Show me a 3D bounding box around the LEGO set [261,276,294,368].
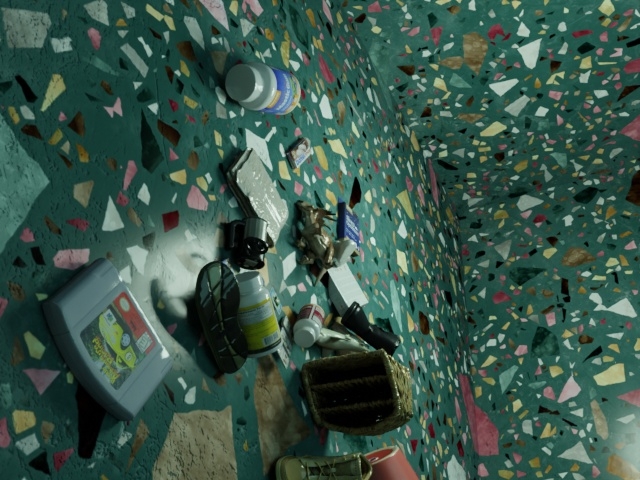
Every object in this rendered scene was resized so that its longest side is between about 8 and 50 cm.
[{"bbox_3d":[-0.151,0.235,1.807,0.182,0.060,0.244,-76,146,-64],"label":"LEGO set"}]

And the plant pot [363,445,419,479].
[{"bbox_3d":[0.206,0.812,1.968,0.275,0.275,0.243,-4,71,-65],"label":"plant pot"}]

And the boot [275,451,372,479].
[{"bbox_3d":[0.013,0.636,1.700,0.262,0.203,0.095,39,42,-54],"label":"boot"}]

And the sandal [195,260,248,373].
[{"bbox_3d":[-0.260,0.196,1.538,0.120,0.086,0.303,-25,118,-39],"label":"sandal"}]

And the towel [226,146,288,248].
[{"bbox_3d":[-0.188,-0.137,1.911,0.282,0.049,0.187,61,29,-27],"label":"towel"}]

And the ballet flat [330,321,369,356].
[{"bbox_3d":[0.135,0.425,2.192,0.316,0.106,0.107,68,25,-13],"label":"ballet flat"}]

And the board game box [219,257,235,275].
[{"bbox_3d":[-0.260,0.102,1.658,0.090,0.020,0.090,-41,114,-63],"label":"board game box"}]

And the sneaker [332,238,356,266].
[{"bbox_3d":[0.065,0.029,2.224,0.094,0.080,0.212,53,-18,10],"label":"sneaker"}]

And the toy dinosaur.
[{"bbox_3d":[0.000,0.000,2.146,0.200,0.127,0.296,-44,122,-70],"label":"toy dinosaur"}]

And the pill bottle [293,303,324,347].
[{"bbox_3d":[-0.038,0.267,1.923,0.152,0.086,0.086,-67,136,-66],"label":"pill bottle"}]

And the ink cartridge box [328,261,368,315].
[{"bbox_3d":[0.074,0.160,2.308,0.232,0.066,0.189,57,23,11],"label":"ink cartridge box"}]

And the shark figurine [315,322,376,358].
[{"bbox_3d":[0.068,0.368,2.065,0.278,0.116,0.166,23,4,-13],"label":"shark figurine"}]

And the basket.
[{"bbox_3d":[0.109,0.478,1.884,0.223,0.299,0.214,43,41,-52],"label":"basket"}]

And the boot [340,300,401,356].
[{"bbox_3d":[0.183,0.317,2.161,0.094,0.207,0.246,-54,163,-12],"label":"boot"}]

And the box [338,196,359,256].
[{"bbox_3d":[0.116,-0.061,2.514,0.136,0.036,0.225,44,37,-48],"label":"box"}]

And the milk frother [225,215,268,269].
[{"bbox_3d":[-0.184,-0.008,1.733,0.129,0.143,0.135,34,48,-44],"label":"milk frother"}]

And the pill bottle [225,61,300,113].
[{"bbox_3d":[-0.187,-0.492,1.990,0.272,0.152,0.152,-15,90,-65],"label":"pill bottle"}]

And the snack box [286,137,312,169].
[{"bbox_3d":[-0.078,-0.323,2.274,0.064,0.022,0.178,67,26,-19],"label":"snack box"}]

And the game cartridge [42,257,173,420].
[{"bbox_3d":[-0.420,0.204,1.234,0.294,0.060,0.196,64,31,-21],"label":"game cartridge"}]

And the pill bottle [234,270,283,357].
[{"bbox_3d":[-0.180,0.194,1.632,0.119,0.119,0.209,-40,119,-63],"label":"pill bottle"}]
